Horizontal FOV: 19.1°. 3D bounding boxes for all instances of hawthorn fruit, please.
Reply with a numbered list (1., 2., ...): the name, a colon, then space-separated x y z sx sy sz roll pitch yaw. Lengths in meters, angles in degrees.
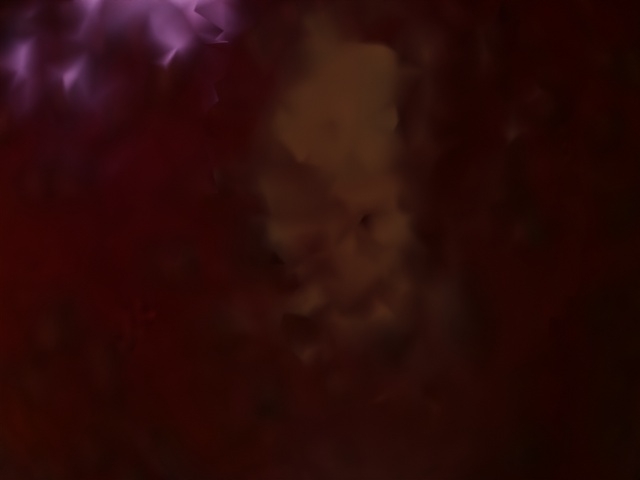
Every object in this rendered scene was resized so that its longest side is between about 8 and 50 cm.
1. hawthorn fruit: 0.000 0.000 0.557 0.275 0.275 0.299 7 79 -13
